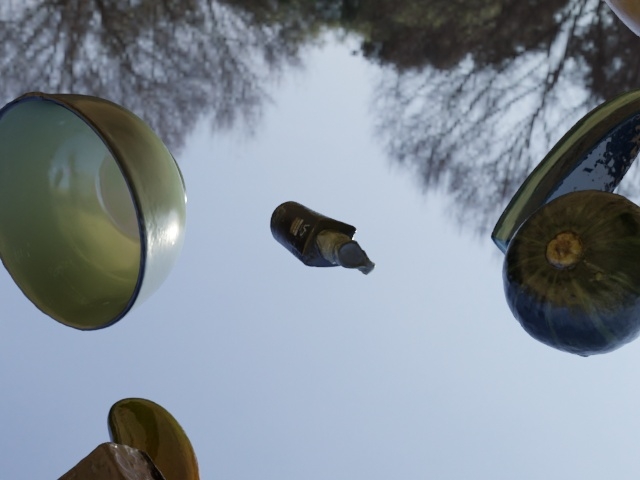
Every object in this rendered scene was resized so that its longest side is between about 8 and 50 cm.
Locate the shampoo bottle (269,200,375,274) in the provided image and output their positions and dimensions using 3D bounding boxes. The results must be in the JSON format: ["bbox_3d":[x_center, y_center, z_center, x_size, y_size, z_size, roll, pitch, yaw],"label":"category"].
[{"bbox_3d":[0.000,-0.001,1.180,0.063,0.057,0.207,14,-174,-22],"label":"shampoo bottle"}]

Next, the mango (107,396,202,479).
[{"bbox_3d":[-0.235,0.351,1.450,0.146,0.129,0.289,-12,-129,12],"label":"mango"}]

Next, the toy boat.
[{"bbox_3d":[0.353,-0.090,1.394,0.096,0.299,0.062,41,177,-24],"label":"toy boat"}]

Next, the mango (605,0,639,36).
[{"bbox_3d":[0.238,-0.193,0.425,0.177,0.295,0.120,39,-150,-11],"label":"mango"}]

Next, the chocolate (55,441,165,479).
[{"bbox_3d":[-0.290,0.339,1.094,0.112,0.321,0.112,56,-171,31],"label":"chocolate"}]

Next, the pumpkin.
[{"bbox_3d":[0.261,0.033,1.024,0.167,0.125,0.167,-11,-124,17],"label":"pumpkin"}]

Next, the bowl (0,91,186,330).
[{"bbox_3d":[-0.325,-0.060,1.546,0.354,0.354,0.185,20,-152,31],"label":"bowl"}]
